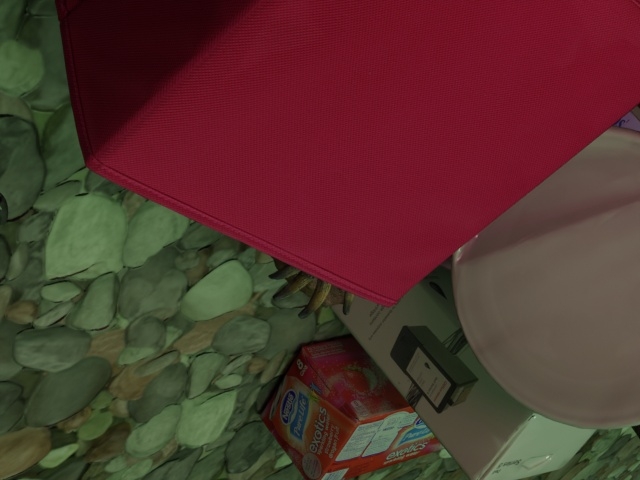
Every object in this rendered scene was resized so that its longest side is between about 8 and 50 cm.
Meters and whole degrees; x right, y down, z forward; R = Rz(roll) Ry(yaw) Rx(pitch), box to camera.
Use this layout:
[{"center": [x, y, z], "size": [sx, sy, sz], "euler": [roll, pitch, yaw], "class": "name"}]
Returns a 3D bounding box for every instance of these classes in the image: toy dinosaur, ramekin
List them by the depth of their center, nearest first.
[{"center": [0.000, 0.000, 1.099], "size": [0.127, 0.200, 0.295], "euler": [-39, 151, -2], "class": "toy dinosaur"}, {"center": [0.267, 0.030, 1.160], "size": [0.273, 0.273, 0.127], "euler": [-53, 159, 22], "class": "ramekin"}]

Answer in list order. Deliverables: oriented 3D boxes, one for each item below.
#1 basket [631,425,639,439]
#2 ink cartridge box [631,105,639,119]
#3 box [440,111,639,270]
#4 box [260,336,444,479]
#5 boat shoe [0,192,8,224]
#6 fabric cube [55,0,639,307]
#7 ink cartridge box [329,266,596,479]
[{"center": [0.330, 0.069, 1.302], "size": [0.154, 0.227, 0.204], "euler": [-9, 139, -46], "class": "basket"}, {"center": [0.361, -0.055, 1.481], "size": [0.093, 0.154, 0.212], "euler": [-31, 150, -9], "class": "ink cartridge box"}, {"center": [0.209, -0.078, 1.315], "size": [0.243, 0.117, 0.213], "euler": [-47, 150, 12], "class": "box"}, {"center": [0.073, 0.195, 1.526], "size": [0.257, 0.122, 0.128], "euler": [-7, 137, -44], "class": "box"}, {"center": [-0.331, 0.006, 0.857], "size": [0.233, 0.079, 0.084], "euler": [-27, 150, -18], "class": "boat shoe"}, {"center": [0.018, -0.161, 0.752], "size": [0.254, 0.259, 0.258], "euler": [25, 124, -40], "class": "fabric cube"}, {"center": [0.172, 0.126, 1.393], "size": [0.198, 0.273, 0.114], "euler": [1, 131, -50], "class": "ink cartridge box"}]
